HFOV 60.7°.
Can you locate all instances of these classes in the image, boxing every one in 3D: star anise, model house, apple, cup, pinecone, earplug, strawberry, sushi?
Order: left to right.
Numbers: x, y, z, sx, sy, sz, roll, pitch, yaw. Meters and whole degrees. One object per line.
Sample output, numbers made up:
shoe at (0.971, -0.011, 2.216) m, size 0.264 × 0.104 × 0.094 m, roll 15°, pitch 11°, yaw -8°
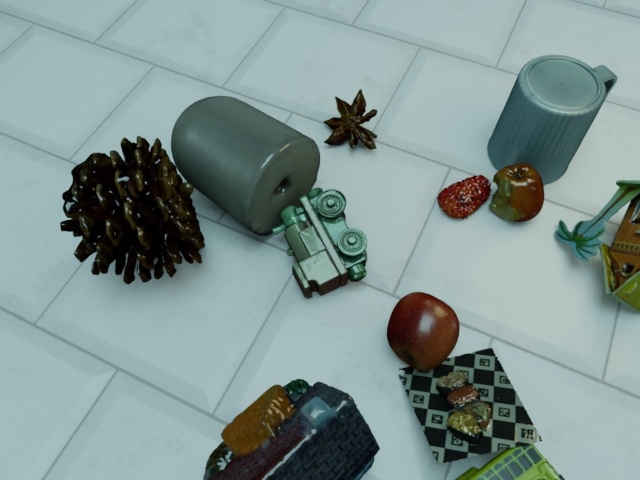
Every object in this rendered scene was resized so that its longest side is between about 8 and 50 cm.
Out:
pinecone at (-0.493, -0.061, 1.459) m, size 0.397 × 0.398 × 0.398 m, roll -1°, pitch 59°, yaw 1°
earplug at (-0.244, -0.241, 1.598) m, size 0.394 × 0.312 × 0.312 m, roll 33°, pitch 65°, yaw 22°
model house at (-0.086, 0.458, 1.156) m, size 0.360 × 0.339 × 0.297 m, roll -38°, pitch 67°, yaw -19°
star anise at (0.100, -0.380, 1.783) m, size 0.196 × 0.111 × 0.212 m, roll -16°, pitch 90°, yaw 14°
apple at (0.255, 0.225, 1.379) m, size 0.181 × 0.181 × 0.168 m, roll 36°, pitch 69°, yaw 20°
sushi at (0.345, 0.366, 1.299) m, size 0.264 × 0.050 × 0.290 m, roll -11°, pitch 34°, yaw -4°
strawberry at (0.440, -0.148, 1.654) m, size 0.188 × 0.082 × 0.121 m, roll -38°, pitch 63°, yaw -16°
apple at (0.582, -0.143, 1.603) m, size 0.147 × 0.158 × 0.156 m, roll -1°, pitch 55°, yaw -2°
cup at (0.706, -0.359, 1.639) m, size 0.331 × 0.311 × 0.257 m, roll 1°, pitch 60°, yaw 1°
model house at (0.872, 0.032, 1.519) m, size 0.300 × 0.340 × 0.324 m, roll 28°, pitch 85°, yaw -27°

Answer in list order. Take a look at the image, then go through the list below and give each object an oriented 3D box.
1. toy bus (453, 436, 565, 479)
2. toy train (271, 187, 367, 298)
toy bus at (0.386, 0.563, 1.202) m, size 0.262 × 0.128 × 0.150 m, roll -28°, pitch 60°, yaw -17°
toy train at (0.000, 0.000, 1.536) m, size 0.221 × 0.150 × 0.304 m, roll -25°, pitch 67°, yaw -6°
